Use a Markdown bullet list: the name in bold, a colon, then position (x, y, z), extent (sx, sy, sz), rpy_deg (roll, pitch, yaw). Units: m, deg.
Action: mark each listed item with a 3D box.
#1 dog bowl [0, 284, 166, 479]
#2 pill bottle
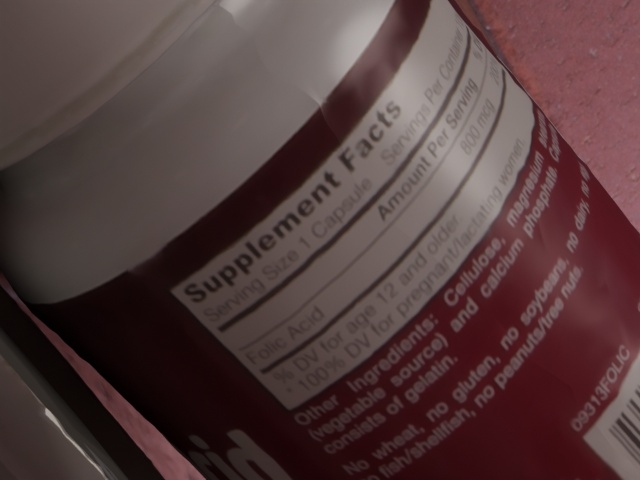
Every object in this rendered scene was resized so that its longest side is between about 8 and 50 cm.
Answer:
- **dog bowl**: position (-0.133, 0.066, 0.558), extent (0.349, 0.102, 0.349), rpy_deg (49, -7, 8)
- **pill bottle**: position (0.000, 0.000, 0.754), extent (0.392, 0.224, 0.224), rpy_deg (48, 19, -21)
